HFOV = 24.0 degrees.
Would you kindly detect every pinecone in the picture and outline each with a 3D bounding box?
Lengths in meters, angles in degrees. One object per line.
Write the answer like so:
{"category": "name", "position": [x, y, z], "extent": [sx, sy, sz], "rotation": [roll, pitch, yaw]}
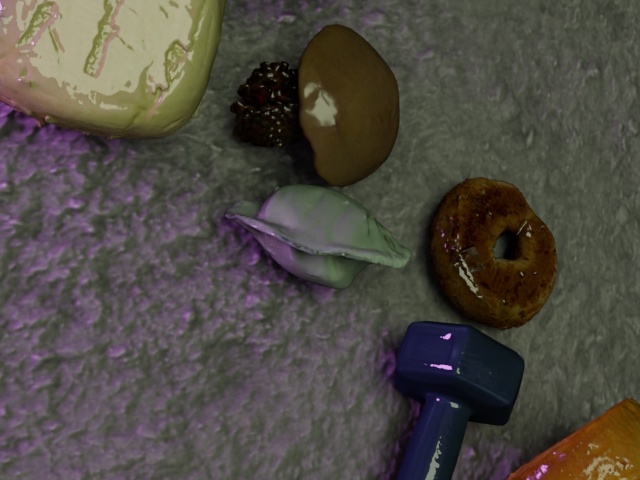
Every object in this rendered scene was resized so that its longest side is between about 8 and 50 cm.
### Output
{"category": "pinecone", "position": [-0.053, -0.154, 1.738], "extent": [0.102, 0.102, 0.109], "rotation": [37, 37, -15]}

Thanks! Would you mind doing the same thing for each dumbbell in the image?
{"category": "dumbbell", "position": [0.120, 0.257, 1.694], "extent": [0.160, 0.144, 0.325], "rotation": [28, 68, -16]}

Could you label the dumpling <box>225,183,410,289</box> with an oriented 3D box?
{"category": "dumpling", "position": [-0.003, 0.008, 1.699], "extent": [0.219, 0.108, 0.153], "rotation": [11, 37, -8]}

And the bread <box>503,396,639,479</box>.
{"category": "bread", "position": [0.311, 0.290, 1.725], "extent": [0.268, 0.268, 0.146], "rotation": [-31, 77, -29]}

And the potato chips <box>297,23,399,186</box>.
{"category": "potato chips", "position": [0.046, -0.159, 1.747], "extent": [0.208, 0.062, 0.195], "rotation": [16, 70, -55]}

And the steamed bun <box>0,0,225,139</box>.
{"category": "steamed bun", "position": [-0.250, -0.226, 1.613], "extent": [0.273, 0.166, 0.232], "rotation": [12, 85, -18]}

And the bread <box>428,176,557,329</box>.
{"category": "bread", "position": [0.210, 0.016, 1.843], "extent": [0.193, 0.064, 0.193], "rotation": [10, 70, -29]}
